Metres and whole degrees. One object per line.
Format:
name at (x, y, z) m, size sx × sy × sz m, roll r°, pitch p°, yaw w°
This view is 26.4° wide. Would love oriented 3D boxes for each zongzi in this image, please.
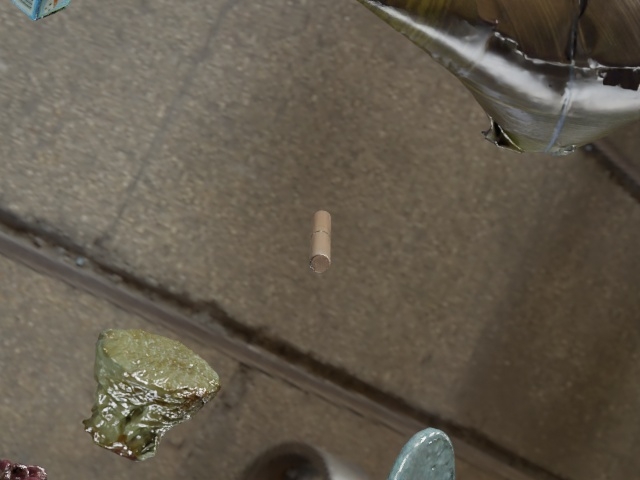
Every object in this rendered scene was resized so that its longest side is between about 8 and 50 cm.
zongzi at (0.179, -0.213, 1.533) m, size 0.432 × 0.403 × 0.207 m, roll 3°, pitch 80°, yaw -14°

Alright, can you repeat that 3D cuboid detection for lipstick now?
lipstick at (0.000, 0.000, 1.174) m, size 0.019 × 0.094 × 0.019 m, roll 0°, pitch 115°, yaw 1°

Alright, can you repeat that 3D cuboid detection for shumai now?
shumai at (-0.144, 0.130, 1.109) m, size 0.124 × 0.099 × 0.087 m, roll 4°, pitch 115°, yaw -59°

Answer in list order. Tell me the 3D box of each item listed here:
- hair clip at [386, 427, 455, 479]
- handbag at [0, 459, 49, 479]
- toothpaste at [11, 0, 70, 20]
hair clip at (0.103, 0.419, 1.133) m, size 0.392 × 0.238 × 0.318 m, roll -48°, pitch 135°, yaw -19°
handbag at (-0.307, 0.319, 1.298) m, size 0.074 × 0.203 × 0.216 m, roll 17°, pitch 87°, yaw -24°
toothpaste at (-0.249, -0.328, 1.273) m, size 0.050 × 0.065 × 0.266 m, roll -33°, pitch 158°, yaw -41°
